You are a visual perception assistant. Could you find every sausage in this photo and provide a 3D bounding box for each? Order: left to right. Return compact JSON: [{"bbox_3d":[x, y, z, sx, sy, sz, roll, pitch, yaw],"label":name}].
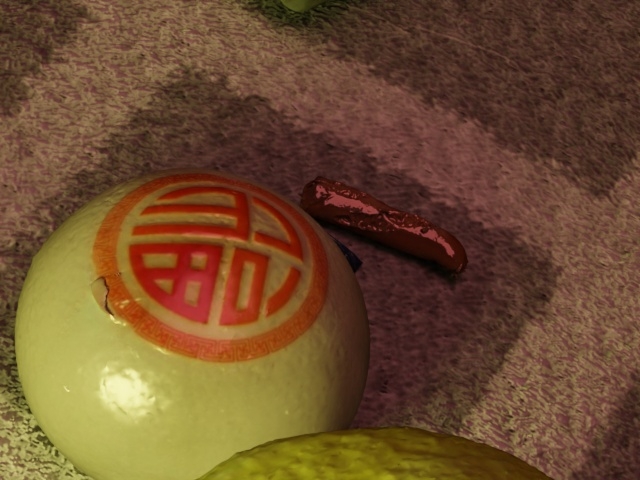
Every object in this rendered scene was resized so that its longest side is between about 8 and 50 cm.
[{"bbox_3d":[0.057,-0.012,1.692,0.158,0.036,0.042,25,80,5],"label":"sausage"}]

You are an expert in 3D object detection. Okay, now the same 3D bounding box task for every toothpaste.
[{"bbox_3d":[0.000,0.000,1.678,0.083,0.019,0.027,37,33,12],"label":"toothpaste"}]

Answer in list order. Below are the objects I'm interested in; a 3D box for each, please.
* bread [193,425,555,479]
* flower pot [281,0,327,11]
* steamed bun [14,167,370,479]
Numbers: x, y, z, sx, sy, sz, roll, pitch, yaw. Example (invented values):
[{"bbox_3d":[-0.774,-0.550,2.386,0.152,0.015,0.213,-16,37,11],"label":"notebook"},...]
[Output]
[{"bbox_3d":[0.035,0.315,1.218,0.348,0.308,0.348,3,48,-3],"label":"bread"},{"bbox_3d":[-0.017,-0.409,1.786,0.164,0.367,0.254,-30,64,-37],"label":"flower pot"},{"bbox_3d":[-0.092,0.059,1.496,0.283,0.177,0.283,8,50,-9],"label":"steamed bun"}]
